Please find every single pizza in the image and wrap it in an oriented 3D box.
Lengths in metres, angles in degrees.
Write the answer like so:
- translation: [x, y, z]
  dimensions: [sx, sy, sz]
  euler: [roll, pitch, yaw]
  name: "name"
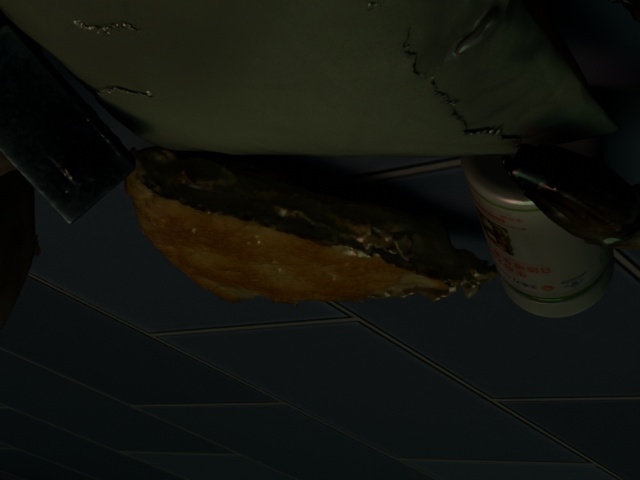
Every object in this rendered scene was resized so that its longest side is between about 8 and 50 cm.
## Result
- translation: [0.000, 0.000, 0.937]
  dimensions: [0.287, 0.075, 0.280]
  euler: [9, 162, 6]
  name: "pizza"

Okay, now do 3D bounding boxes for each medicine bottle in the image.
- translation: [0.148, -0.021, 0.777]
  dimensions: [0.086, 0.086, 0.183]
  euler: [5, 156, 20]
  name: "medicine bottle"

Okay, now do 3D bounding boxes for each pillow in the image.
- translation: [-0.031, -0.125, 0.582]
  dimensions: [0.310, 0.119, 0.312]
  euler: [1, 157, 25]
  name: "pillow"

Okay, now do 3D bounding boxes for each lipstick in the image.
- translation: [-0.217, -0.142, 0.609]
  dimensions: [0.312, 0.051, 0.051]
  euler: [50, -177, -14]
  name: "lipstick"

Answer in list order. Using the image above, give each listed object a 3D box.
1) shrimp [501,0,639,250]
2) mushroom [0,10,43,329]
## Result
- translation: [0.188, -0.060, 0.578]
  dimensions: [0.364, 0.071, 0.233]
  euler: [15, 142, -41]
  name: "shrimp"
- translation: [-0.302, -0.057, 0.751]
  dimensions: [0.297, 0.298, 0.290]
  euler: [27, 128, -31]
  name: "mushroom"
